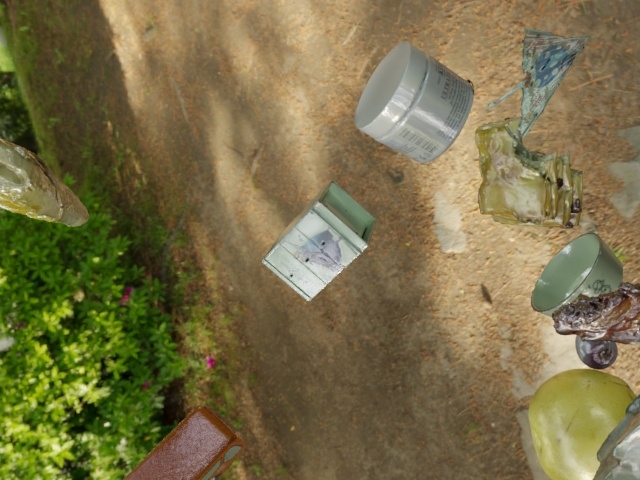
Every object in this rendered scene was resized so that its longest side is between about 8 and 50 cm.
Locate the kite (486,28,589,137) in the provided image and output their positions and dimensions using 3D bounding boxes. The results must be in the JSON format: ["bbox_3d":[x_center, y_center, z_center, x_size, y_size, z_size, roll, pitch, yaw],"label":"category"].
[{"bbox_3d":[0.607,-0.468,1.532,0.368,0.014,0.407,-32,42,58],"label":"kite"}]

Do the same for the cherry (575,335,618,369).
[{"bbox_3d":[0.805,0.281,1.584,0.115,0.148,0.188,-6,107,39],"label":"cherry"}]

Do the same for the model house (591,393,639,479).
[{"bbox_3d":[0.561,0.319,0.790,0.243,0.284,0.299,38,124,20],"label":"model house"}]

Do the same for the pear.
[{"bbox_3d":[0.769,0.543,1.547,0.348,0.348,0.349,10,105,43],"label":"pear"}]

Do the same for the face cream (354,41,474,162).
[{"bbox_3d":[0.172,-0.251,1.001,0.177,0.152,0.177,-52,24,35],"label":"face cream"}]

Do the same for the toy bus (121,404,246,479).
[{"bbox_3d":[-0.269,0.395,0.720,0.093,0.409,0.092,34,148,21],"label":"toy bus"}]

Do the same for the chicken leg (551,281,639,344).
[{"bbox_3d":[0.335,0.069,0.535,0.093,0.204,0.053,89,172,-52],"label":"chicken leg"}]

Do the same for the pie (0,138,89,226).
[{"bbox_3d":[-0.361,-0.066,0.657,0.068,0.128,0.282,-63,8,-10],"label":"pie"}]

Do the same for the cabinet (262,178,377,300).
[{"bbox_3d":[0.000,0.000,1.224,0.145,0.150,0.206,41,120,-7],"label":"cabinet"}]

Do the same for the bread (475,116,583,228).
[{"bbox_3d":[0.634,-0.201,1.698,0.314,0.191,0.370,6,115,54],"label":"bread"}]

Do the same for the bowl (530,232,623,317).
[{"bbox_3d":[0.576,0.099,1.180,0.112,0.211,0.211,35,126,1],"label":"bowl"}]
